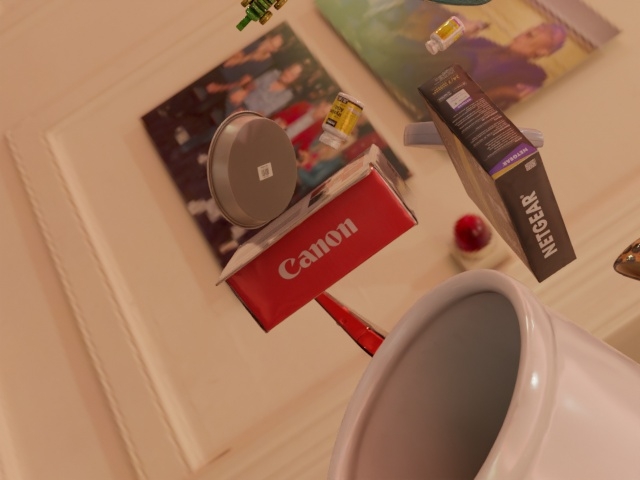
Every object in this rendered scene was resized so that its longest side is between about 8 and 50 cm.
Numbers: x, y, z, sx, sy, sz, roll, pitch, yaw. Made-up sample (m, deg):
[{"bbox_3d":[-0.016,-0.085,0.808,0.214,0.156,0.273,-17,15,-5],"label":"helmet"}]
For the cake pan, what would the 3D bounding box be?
[{"bbox_3d":[-0.158,-0.174,2.341,0.054,0.293,0.293,2,-41,39],"label":"cake pan"}]

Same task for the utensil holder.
[{"bbox_3d":[0.254,0.258,1.004,0.385,0.328,0.327,29,8,-17],"label":"utensil holder"}]

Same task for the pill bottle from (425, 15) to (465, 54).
[{"bbox_3d":[0.259,-0.427,1.985,0.043,0.083,0.043,49,-5,5],"label":"pill bottle"}]

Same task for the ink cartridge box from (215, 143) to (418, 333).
[{"bbox_3d":[0.000,0.000,1.549,0.130,0.309,0.272,52,12,-8],"label":"ink cartridge box"}]

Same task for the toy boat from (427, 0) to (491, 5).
[{"bbox_3d":[0.247,-0.542,1.643,0.148,0.267,0.318,-103,-154,-42],"label":"toy boat"}]

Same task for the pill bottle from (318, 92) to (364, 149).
[{"bbox_3d":[0.043,-0.260,2.084,0.065,0.116,0.065,27,3,-1],"label":"pill bottle"}]

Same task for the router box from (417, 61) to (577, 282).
[{"bbox_3d":[0.288,-0.105,1.534,0.243,0.081,0.309,59,3,40],"label":"router box"}]

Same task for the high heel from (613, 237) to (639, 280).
[{"bbox_3d":[0.504,0.070,1.215,0.261,0.186,0.093,-108,-174,-57],"label":"high heel"}]

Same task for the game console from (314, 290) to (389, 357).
[{"bbox_3d":[0.176,0.272,2.315,0.386,0.060,0.342,36,-1,-32],"label":"game console"}]

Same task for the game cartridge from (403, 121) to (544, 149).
[{"bbox_3d":[0.300,-0.214,1.975,0.294,0.196,0.060,-167,-103,-67],"label":"game cartridge"}]

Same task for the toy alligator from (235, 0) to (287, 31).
[{"bbox_3d":[-0.080,-0.439,1.671,0.056,0.189,0.051,44,8,-14],"label":"toy alligator"}]
